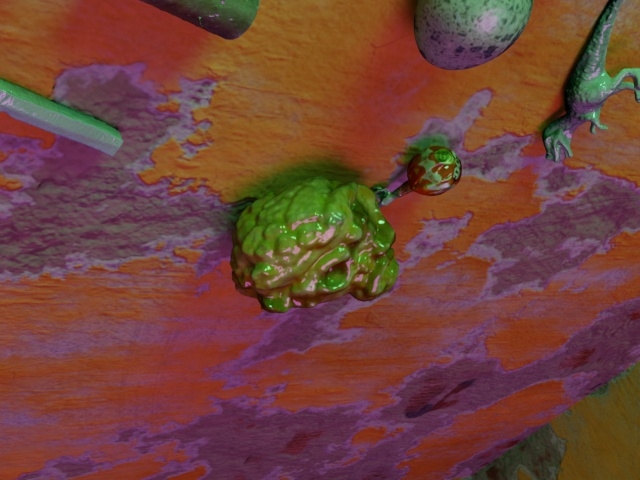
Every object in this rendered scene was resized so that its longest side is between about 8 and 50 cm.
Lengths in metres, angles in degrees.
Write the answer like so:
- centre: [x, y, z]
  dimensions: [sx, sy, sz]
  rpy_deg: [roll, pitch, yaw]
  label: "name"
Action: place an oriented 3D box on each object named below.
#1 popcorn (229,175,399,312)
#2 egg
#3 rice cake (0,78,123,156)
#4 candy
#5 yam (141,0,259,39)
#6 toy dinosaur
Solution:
- centre: [0.000, 0.000, 1.228]
  dimensions: [0.285, 0.174, 0.225]
  rpy_deg: [-2, 137, -19]
  label: "popcorn"
- centre: [0.181, -0.279, 0.948]
  dimensions: [0.132, 0.132, 0.172]
  rpy_deg: [0, 155, -29]
  label: "egg"
- centre: [-0.328, -0.147, 0.959]
  dimensions: [0.042, 0.030, 0.180]
  rpy_deg: [-42, 142, 23]
  label: "rice cake"
- centre: [0.116, -0.069, 1.304]
  dimensions: [0.287, 0.078, 0.084]
  rpy_deg: [-33, 167, 36]
  label: "candy"
- centre: [-0.149, -0.273, 0.834]
  dimensions: [0.169, 0.068, 0.068]
  rpy_deg: [13, 135, -41]
  label: "yam"
- centre: [0.453, -0.258, 1.175]
  dimensions: [0.129, 0.076, 0.383]
  rpy_deg: [11, 137, -1]
  label: "toy dinosaur"
